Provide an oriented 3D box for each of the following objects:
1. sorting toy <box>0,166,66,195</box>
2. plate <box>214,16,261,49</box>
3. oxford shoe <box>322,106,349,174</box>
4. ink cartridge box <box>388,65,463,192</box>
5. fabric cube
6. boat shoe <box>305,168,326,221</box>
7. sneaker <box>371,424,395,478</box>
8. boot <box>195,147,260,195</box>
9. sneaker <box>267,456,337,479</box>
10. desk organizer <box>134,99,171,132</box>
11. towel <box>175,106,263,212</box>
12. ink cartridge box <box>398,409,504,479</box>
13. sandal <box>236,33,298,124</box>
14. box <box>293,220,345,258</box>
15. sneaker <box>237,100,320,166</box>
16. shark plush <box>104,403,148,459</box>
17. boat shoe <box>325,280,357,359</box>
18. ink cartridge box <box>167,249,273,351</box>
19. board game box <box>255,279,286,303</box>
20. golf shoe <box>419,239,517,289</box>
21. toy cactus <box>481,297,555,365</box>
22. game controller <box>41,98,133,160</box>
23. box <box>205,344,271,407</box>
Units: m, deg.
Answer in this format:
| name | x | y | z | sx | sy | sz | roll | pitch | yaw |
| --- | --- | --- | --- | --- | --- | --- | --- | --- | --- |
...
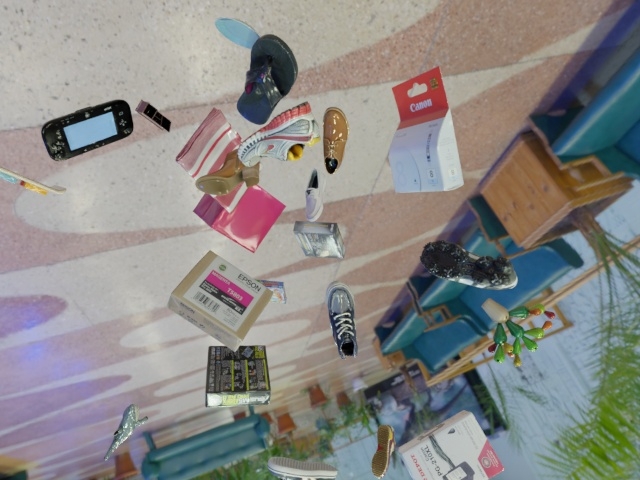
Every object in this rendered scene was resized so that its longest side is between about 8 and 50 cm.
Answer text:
| name | x | y | z | sx | sy | sz | roll | pitch | yaw |
| --- | --- | --- | --- | --- | --- | --- | --- | --- | --- |
| sorting toy | -0.831 | -0.168 | 1.285 | 0.208 | 0.038 | 0.192 | 22 | 175 | -39 |
| plate | -0.279 | -0.732 | 1.636 | 0.188 | 0.188 | 0.024 | 28 | 81 | -60 |
| oxford shoe | 0.039 | -0.276 | 1.318 | 0.075 | 0.076 | 0.212 | 7 | 140 | 10 |
| ink cartridge box | 0.331 | -0.360 | 1.605 | 0.091 | 0.386 | 0.308 | -18 | -169 | -19 |
| fabric cube | -0.362 | -0.142 | 2.069 | 0.254 | 0.259 | 0.258 | 34 | 88 | -39 |
| boat shoe | -0.038 | -0.217 | 2.188 | 0.095 | 0.259 | 0.084 | -10 | 150 | 31 |
| sneaker | 0.244 | 0.786 | 1.735 | 0.069 | 0.186 | 0.083 | 2 | 160 | 39 |
| boot | -0.284 | -0.218 | 1.425 | 0.196 | 0.153 | 0.073 | -7 | 139 | -9 |
| sneaker | -0.075 | 0.922 | 1.790 | 0.320 | 0.128 | 0.126 | 26 | 168 | -31 |
| desk organizer | -0.587 | -0.441 | 1.659 | 0.047 | 0.050 | 0.130 | -60 | 143 | -5 |
| towel | -0.346 | -0.275 | 1.667 | 0.237 | 0.037 | 0.329 | -59 | 144 | -15 |
| ink cartridge box | 0.369 | 0.627 | 1.340 | 0.237 | 0.172 | 0.100 | -28 | 164 | -5 |
| sandal | -0.194 | -0.511 | 1.593 | 0.167 | 0.107 | 0.446 | 28 | 155 | -8 |
| box | 0.000 | 0.000 | 2.011 | 0.182 | 0.056 | 0.231 | 4 | 151 | 16 |
| sneaker | -0.090 | -0.195 | 0.960 | 0.225 | 0.093 | 0.088 | -19 | -166 | 46 |
| shark plush | -0.578 | 0.544 | 1.340 | 0.161 | 0.073 | 0.067 | -49 | 168 | -13 |
| boat shoe | 0.103 | 0.345 | 1.979 | 0.127 | 0.158 | 0.341 | -13 | 120 | -2 |
| ink cartridge box | -0.282 | 0.169 | 1.333 | 0.193 | 0.234 | 0.088 | -58 | -178 | -41 |
| board game box | -0.236 | 0.245 | 2.219 | 0.136 | 0.035 | 0.201 | 4 | 152 | 4 |
| golf shoe | 0.291 | 0.058 | 0.924 | 0.093 | 0.198 | 0.077 | 29 | 84 | -46 |
| toy cactus | 0.531 | 0.235 | 1.301 | 0.219 | 0.180 | 0.112 | -45 | 167 | -5 |
| game controller | -0.827 | -0.399 | 1.670 | 0.319 | 0.067 | 0.167 | -34 | 162 | -32 |
| box | -0.291 | 0.469 | 1.639 | 0.216 | 0.270 | 0.060 | 2 | 111 | -13 |
